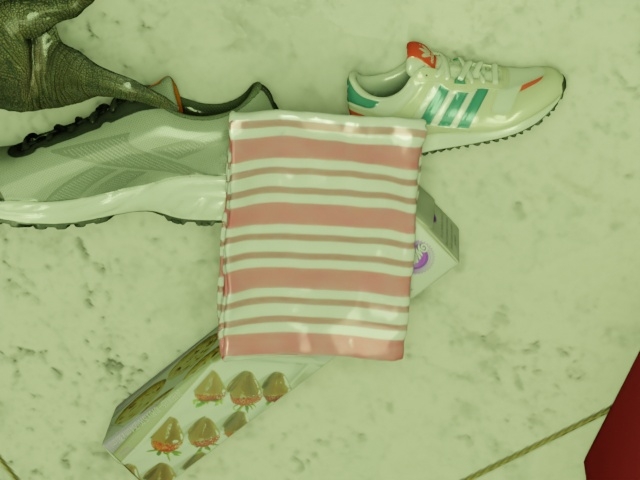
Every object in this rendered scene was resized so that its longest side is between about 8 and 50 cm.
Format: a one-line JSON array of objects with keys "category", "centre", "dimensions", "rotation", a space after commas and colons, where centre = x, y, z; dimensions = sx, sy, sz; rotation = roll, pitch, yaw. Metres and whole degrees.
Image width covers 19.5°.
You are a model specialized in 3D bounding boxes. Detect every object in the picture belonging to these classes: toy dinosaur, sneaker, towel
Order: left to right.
[{"category": "toy dinosaur", "centre": [-0.246, -0.163, 1.334], "dimensions": [0.314, 0.121, 0.160], "rotation": [24, 125, -9]}, {"category": "sneaker", "centre": [-0.156, -0.068, 1.380], "dimensions": [0.272, 0.100, 0.108], "rotation": [-3, 106, -1]}, {"category": "towel", "centre": [0.000, 0.000, 1.346], "dimensions": [0.144, 0.029, 0.197], "rotation": [0, 116, -8]}, {"category": "sneaker", "centre": [0.095, -0.110, 1.354], "dimensions": [0.161, 0.057, 0.075], "rotation": [-13, 120, 13]}]

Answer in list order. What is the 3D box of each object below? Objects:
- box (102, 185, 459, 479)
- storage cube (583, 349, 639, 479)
[{"category": "box", "centre": [-0.033, 0.077, 1.450], "dimensions": [0.324, 0.067, 0.063], "rotation": [-38, 108, 20]}, {"category": "storage cube", "centre": [0.323, 0.173, 1.402], "dimensions": [0.184, 0.193, 0.215], "rotation": [19, 115, -5]}]
